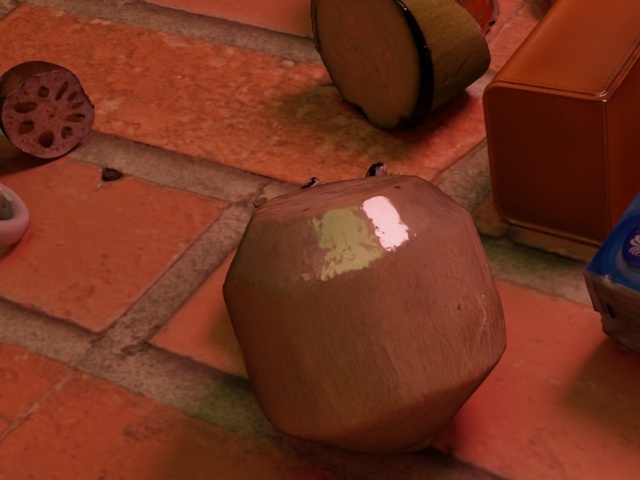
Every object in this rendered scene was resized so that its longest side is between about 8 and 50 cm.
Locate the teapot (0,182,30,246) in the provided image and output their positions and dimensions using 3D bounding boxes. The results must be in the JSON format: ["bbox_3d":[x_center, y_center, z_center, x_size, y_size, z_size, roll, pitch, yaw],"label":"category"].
[{"bbox_3d":[-0.501,-0.134,1.488,0.424,0.252,0.280,42,23,23],"label":"teapot"}]

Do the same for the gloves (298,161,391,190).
[{"bbox_3d":[0.004,0.008,1.289,0.212,0.111,0.127,-34,21,-20],"label":"gloves"}]

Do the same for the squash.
[{"bbox_3d":[0.092,-0.251,1.480,0.133,0.220,0.220,-38,47,-23],"label":"squash"}]

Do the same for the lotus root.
[{"bbox_3d":[-0.356,-0.166,1.557,0.112,0.122,0.081,-39,45,-20],"label":"lotus root"}]

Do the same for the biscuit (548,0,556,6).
[{"bbox_3d":[0.434,-0.385,1.643,0.274,0.091,0.213,-2,45,27],"label":"biscuit"}]

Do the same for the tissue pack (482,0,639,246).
[{"bbox_3d":[0.300,-0.160,1.344,0.145,0.194,0.274,16,46,28],"label":"tissue pack"}]

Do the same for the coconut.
[{"bbox_3d":[0.040,0.073,1.114,0.245,0.247,0.245,-14,10,2],"label":"coconut"}]

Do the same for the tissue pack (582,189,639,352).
[{"bbox_3d":[0.396,-0.004,1.133,0.198,0.146,0.263,26,71,36],"label":"tissue pack"}]

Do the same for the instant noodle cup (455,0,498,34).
[{"bbox_3d":[0.115,-0.372,1.644,0.230,0.182,0.230,-7,40,6],"label":"instant noodle cup"}]
